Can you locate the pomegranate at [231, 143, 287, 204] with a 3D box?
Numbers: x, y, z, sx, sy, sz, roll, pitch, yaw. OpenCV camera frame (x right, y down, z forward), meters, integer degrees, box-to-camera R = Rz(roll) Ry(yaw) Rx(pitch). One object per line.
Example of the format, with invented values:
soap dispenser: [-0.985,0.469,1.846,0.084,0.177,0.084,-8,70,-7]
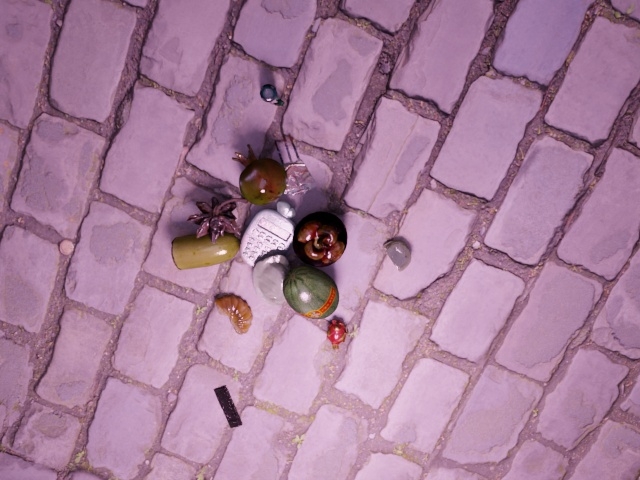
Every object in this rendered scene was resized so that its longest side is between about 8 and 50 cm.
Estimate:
pomegranate: [-0.226,-0.238,1.787,0.181,0.181,0.224,-38,85,9]

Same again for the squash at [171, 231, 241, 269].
squash: [-0.421,0.031,1.860,0.246,0.132,0.133,-10,103,7]

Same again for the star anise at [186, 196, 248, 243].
star anise: [-0.375,-0.093,1.823,0.209,0.089,0.232,25,65,2]

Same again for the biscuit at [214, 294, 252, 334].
biscuit: [-0.337,0.289,1.962,0.118,0.061,0.183,-35,100,7]

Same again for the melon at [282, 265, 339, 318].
melon: [-0.027,0.198,1.839,0.182,0.182,0.287,-42,140,9]

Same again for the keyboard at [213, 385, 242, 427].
keyboard: [-0.389,0.705,2.081,0.060,0.018,0.196,-19,102,8]

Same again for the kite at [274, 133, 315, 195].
kite: [-0.111,-0.278,1.849,0.127,0.016,0.230,-21,102,2]

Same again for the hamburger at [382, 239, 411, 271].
hamburger: [0.304,0.049,1.901,0.084,0.054,0.121,-37,93,10]

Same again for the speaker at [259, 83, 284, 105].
speaker: [-0.176,-0.512,1.765,0.060,0.075,0.095,-32,110,8]

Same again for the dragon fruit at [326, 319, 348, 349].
dragon fruit: [0.062,0.376,1.967,0.086,0.081,0.116,15,102,-14]

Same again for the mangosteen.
mangosteen: [0.000,0.000,1.793,0.211,0.250,0.212,0,98,-3]

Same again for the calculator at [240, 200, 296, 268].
calculator: [-0.194,-0.019,1.889,0.184,0.042,0.295,30,104,-14]

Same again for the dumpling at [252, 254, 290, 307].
dumpling: [-0.176,0.152,1.910,0.152,0.108,0.219,18,106,23]
